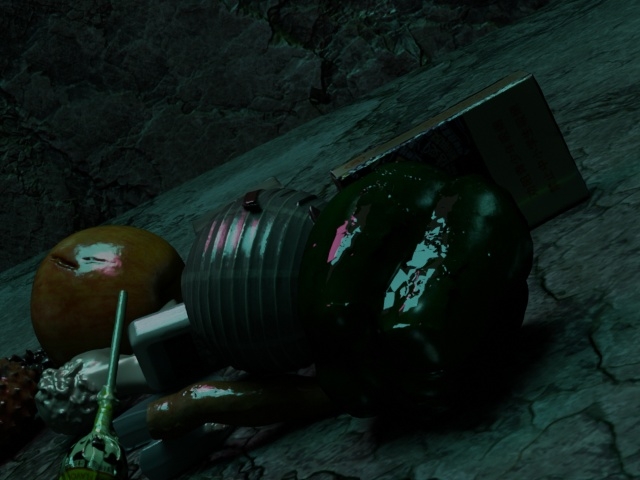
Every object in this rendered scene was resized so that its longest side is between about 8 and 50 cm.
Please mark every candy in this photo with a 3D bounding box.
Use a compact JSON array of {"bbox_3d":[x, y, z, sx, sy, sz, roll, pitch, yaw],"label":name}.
[{"bbox_3d":[-0.277,0.202,1.616,0.091,0.083,0.305,133,147,-52],"label":"candy"}]

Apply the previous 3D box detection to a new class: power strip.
[{"bbox_3d":[-0.183,0.239,1.633,0.168,0.054,0.253,-34,12,-18],"label":"power strip"}]

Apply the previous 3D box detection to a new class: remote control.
[{"bbox_3d":[-0.110,0.117,1.725,0.297,0.140,0.056,-19,52,-6],"label":"remote control"}]

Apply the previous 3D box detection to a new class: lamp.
[{"bbox_3d":[-0.045,0.048,1.530,0.233,0.233,0.265,-26,-9,12],"label":"lamp"}]

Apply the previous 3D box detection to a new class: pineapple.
[{"bbox_3d":[-0.501,0.248,2.122,0.169,0.169,0.340,-17,9,44],"label":"pineapple"}]

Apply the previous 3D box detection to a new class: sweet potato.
[{"bbox_3d":[-0.071,0.189,1.486,0.281,0.067,0.059,-10,49,11],"label":"sweet potato"}]

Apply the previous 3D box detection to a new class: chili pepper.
[{"bbox_3d":[0.099,0.059,1.330,0.233,0.248,0.256,-3,34,28],"label":"chili pepper"}]

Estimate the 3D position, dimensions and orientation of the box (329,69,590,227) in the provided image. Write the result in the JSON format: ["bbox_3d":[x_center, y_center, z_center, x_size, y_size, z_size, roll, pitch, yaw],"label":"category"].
[{"bbox_3d":[0.194,-0.079,1.743,0.310,0.198,0.084,-28,13,0],"label":"box"}]

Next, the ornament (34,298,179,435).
[{"bbox_3d":[-0.296,0.201,1.886,0.285,0.120,0.130,-26,16,7],"label":"ornament"}]

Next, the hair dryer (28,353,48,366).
[{"bbox_3d":[-0.581,0.246,2.555,0.047,0.026,0.083,-37,11,-37],"label":"hair dryer"}]

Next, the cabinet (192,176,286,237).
[{"bbox_3d":[-0.074,0.036,1.850,0.145,0.206,0.150,-30,12,-3],"label":"cabinet"}]

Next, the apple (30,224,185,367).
[{"bbox_3d":[-0.329,0.101,2.045,0.264,0.264,0.264,-27,12,7],"label":"apple"}]

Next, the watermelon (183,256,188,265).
[{"bbox_3d":[-0.240,0.087,2.335,0.154,0.094,0.241,-34,14,12],"label":"watermelon"}]
